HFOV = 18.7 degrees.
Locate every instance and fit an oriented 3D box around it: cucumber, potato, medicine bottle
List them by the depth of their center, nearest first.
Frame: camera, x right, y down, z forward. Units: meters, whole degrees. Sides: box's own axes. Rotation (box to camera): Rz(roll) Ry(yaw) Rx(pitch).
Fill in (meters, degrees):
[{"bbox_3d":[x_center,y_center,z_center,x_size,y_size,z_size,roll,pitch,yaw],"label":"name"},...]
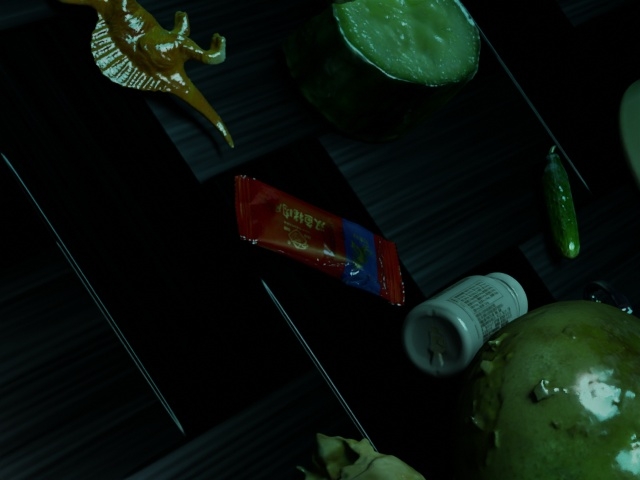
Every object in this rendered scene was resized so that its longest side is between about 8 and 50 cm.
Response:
[{"bbox_3d":[0.257,0.183,1.819,0.269,0.219,0.359,58,19,2],"label":"potato"},{"bbox_3d":[0.146,0.080,1.919,0.079,0.079,0.140,56,37,5],"label":"medicine bottle"},{"bbox_3d":[0.062,-0.195,2.029,0.191,0.130,0.191,21,48,-25],"label":"cucumber"},{"bbox_3d":[0.268,-0.039,2.183,0.037,0.037,0.155,22,48,-34],"label":"cucumber"}]

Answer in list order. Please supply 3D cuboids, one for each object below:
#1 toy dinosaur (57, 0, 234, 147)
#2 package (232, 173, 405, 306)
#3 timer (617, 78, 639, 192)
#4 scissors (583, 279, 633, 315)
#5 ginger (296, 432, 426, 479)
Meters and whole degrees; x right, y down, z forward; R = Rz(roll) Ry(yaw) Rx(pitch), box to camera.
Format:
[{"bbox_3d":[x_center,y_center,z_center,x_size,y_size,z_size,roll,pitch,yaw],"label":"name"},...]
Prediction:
[{"bbox_3d":[-0.164,-0.180,1.829,0.142,0.057,0.212,-13,69,-38],"label":"toy dinosaur"},{"bbox_3d":[0.000,0.000,1.880,0.200,0.022,0.083,23,45,-31],"label":"package"},{"bbox_3d":[0.567,-0.153,2.361,0.291,0.315,0.291,27,43,-28],"label":"timer"},{"bbox_3d":[0.347,0.141,1.980,0.022,0.109,0.300,-16,33,-18],"label":"scissors"},{"bbox_3d":[0.056,0.286,1.614,0.267,0.138,0.152,59,21,-12],"label":"ginger"}]
